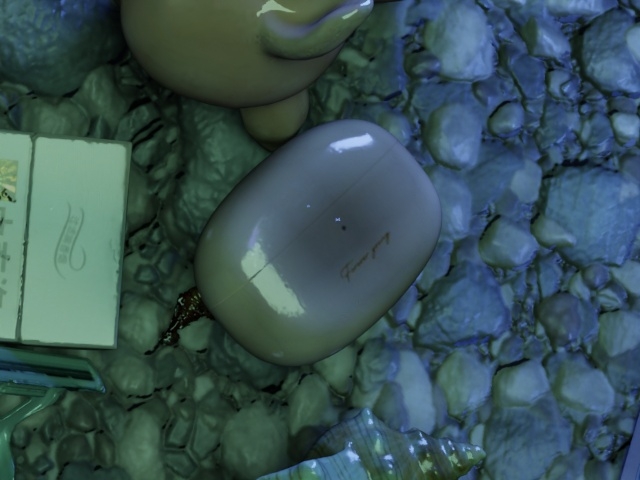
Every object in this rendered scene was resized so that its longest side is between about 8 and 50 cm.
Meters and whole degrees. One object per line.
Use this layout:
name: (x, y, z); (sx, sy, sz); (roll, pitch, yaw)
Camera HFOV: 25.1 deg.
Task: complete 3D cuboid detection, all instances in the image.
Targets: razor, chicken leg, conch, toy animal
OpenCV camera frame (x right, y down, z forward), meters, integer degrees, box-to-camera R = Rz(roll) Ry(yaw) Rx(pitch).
razor: (-0.235, 0.213, 1.015); (0.111, 0.056, 0.277); (15, 86, -52)
chicken leg: (-0.087, 0.050, 1.083); (0.083, 0.021, 0.036); (-21, 99, -15)
conch: (0.008, 0.194, 1.032); (0.234, 0.137, 0.114); (-23, 74, -21)
toy animal: (-0.014, -0.226, 1.045); (0.326, 0.237, 0.269); (-9, 75, -17)

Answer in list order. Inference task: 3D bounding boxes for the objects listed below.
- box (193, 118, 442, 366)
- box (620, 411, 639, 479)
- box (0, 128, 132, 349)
box: (0.000, 0.000, 1.066); (0.200, 0.088, 0.146); (-43, 98, -26)
box: (0.331, 0.121, 1.013); (0.065, 0.343, 0.200); (21, 80, -12)
box: (-0.261, -0.004, 1.021); (0.243, 0.067, 0.155); (4, 85, -13)
